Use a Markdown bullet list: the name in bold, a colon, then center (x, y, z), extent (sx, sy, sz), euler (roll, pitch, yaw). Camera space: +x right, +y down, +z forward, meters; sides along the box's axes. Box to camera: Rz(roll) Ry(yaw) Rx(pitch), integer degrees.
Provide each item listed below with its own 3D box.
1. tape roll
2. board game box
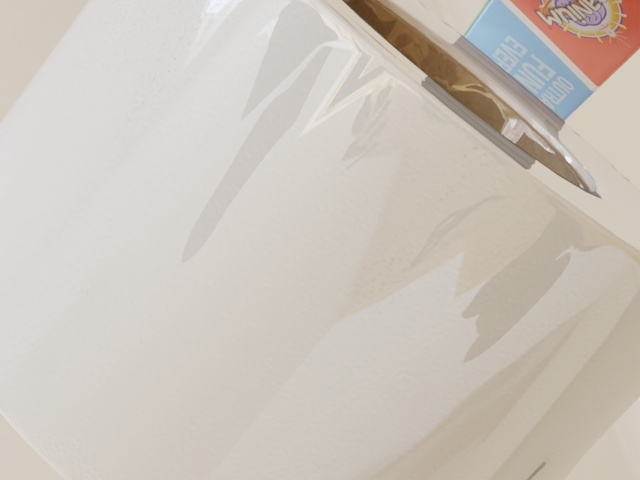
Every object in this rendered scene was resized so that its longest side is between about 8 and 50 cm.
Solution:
- **tape roll**: center (0.000, 0.000, 0.545), extent (0.246, 0.169, 0.246), euler (37, -165, -11)
- **board game box**: center (0.181, -0.196, 0.714), extent (0.064, 0.242, 0.316), euler (37, -107, 0)
